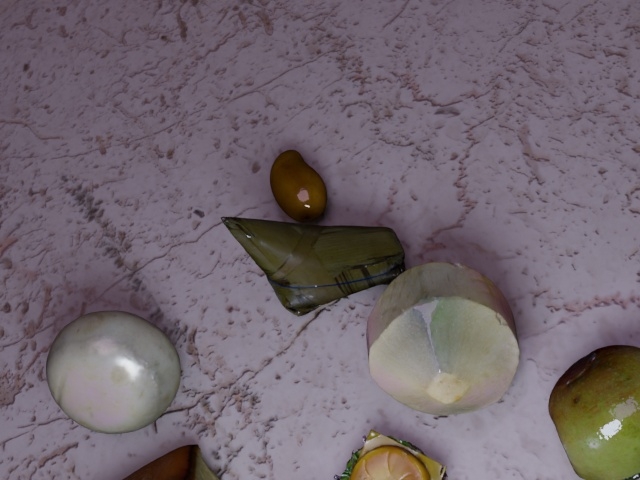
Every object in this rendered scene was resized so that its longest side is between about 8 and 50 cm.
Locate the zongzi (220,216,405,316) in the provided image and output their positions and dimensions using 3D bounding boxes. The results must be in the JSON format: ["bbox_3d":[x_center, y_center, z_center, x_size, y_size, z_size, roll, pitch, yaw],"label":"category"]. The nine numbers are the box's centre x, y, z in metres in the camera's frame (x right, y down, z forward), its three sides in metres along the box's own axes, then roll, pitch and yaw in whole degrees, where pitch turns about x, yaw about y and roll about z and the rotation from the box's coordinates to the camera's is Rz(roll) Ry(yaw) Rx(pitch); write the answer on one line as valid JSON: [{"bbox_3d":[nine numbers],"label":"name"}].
[{"bbox_3d":[0.000,0.000,1.446,0.260,0.289,0.123,-19,49,10],"label":"zongzi"}]

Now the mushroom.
[{"bbox_3d":[-0.379,0.238,1.517,0.246,0.202,0.246,1,107,4],"label":"mushroom"}]

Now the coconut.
[{"bbox_3d":[0.202,0.166,1.342,0.259,0.259,0.259,-7,64,15],"label":"coconut"}]

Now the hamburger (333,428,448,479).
[{"bbox_3d":[0.120,0.406,1.330,0.190,0.093,0.164,33,82,29],"label":"hamburger"}]

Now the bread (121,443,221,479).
[{"bbox_3d":[-0.312,0.514,1.309,0.333,0.143,0.323,-32,16,-1],"label":"bread"}]

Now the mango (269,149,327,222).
[{"bbox_3d":[-0.050,-0.114,1.631,0.102,0.085,0.184,-29,55,3],"label":"mango"}]

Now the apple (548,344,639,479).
[{"bbox_3d":[0.451,0.266,1.253,0.188,0.173,0.207,-26,45,2],"label":"apple"}]
